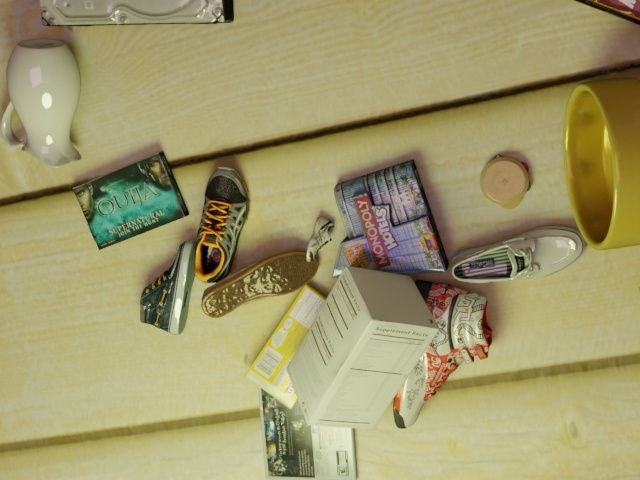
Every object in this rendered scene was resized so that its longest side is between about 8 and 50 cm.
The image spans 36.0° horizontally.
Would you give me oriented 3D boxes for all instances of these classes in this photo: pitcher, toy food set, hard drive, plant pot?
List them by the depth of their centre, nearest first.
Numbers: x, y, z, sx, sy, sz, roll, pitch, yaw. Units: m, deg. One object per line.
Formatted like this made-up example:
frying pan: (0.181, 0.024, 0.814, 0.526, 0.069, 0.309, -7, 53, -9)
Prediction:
plant pot: (0.515, -0.123, 1.476, 0.239, 0.254, 0.254, -6, 101, -1)
toy food set: (0.307, -0.099, 1.633, 0.083, 0.020, 0.083, 32, 106, 5)
hard drive: (-0.319, -0.486, 1.673, 0.338, 0.064, 0.237, 3, 102, 13)
pitcher: (-0.507, -0.250, 1.745, 0.177, 0.125, 0.207, 14, 117, 25)

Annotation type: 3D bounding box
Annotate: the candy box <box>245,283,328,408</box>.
candy box: (-0.038, 0.189, 1.757, 0.105, 0.027, 0.206, 35, 100, 4)

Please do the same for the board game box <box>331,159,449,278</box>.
board game box: (0.096, -0.015, 1.679, 0.194, 0.060, 0.194, -18, 97, 15)

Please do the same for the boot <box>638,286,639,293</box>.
boot: (0.627, 0.155, 1.573, 0.123, 0.095, 0.258, -31, 93, 24)

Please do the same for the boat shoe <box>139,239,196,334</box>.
boat shoe: (-0.278, 0.079, 1.781, 0.083, 0.065, 0.183, 15, 106, 8)

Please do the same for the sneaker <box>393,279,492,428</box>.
sneaker: (0.212, 0.209, 1.684, 0.145, 0.090, 0.270, 10, 101, 13)

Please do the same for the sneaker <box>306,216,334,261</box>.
sneaker: (0.000, 0.000, 1.706, 0.037, 0.032, 0.083, 19, 78, 1)

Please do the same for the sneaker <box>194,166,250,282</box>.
sneaker: (-0.178, -0.022, 1.728, 0.084, 0.083, 0.215, 9, 103, 12)

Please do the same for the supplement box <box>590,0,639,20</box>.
supplement box: (0.479, -0.387, 1.441, 0.191, 0.194, 0.129, 23, 106, 7)

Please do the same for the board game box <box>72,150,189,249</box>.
board game box: (-0.345, -0.071, 1.785, 0.186, 0.026, 0.126, -20, 97, 16)

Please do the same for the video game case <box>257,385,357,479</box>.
video game case: (-0.023, 0.350, 1.804, 0.173, 0.022, 0.190, -1, 102, 13)

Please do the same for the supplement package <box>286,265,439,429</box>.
supplement package: (0.066, 0.181, 1.637, 0.139, 0.134, 0.244, 10, 124, -30)

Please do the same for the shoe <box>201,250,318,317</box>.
shoe: (-0.110, 0.069, 1.735, 0.219, 0.058, 0.077, -21, 108, -4)

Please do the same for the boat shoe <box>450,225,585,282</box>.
boat shoe: (0.326, 0.036, 1.628, 0.226, 0.076, 0.083, -17, 98, 16)
